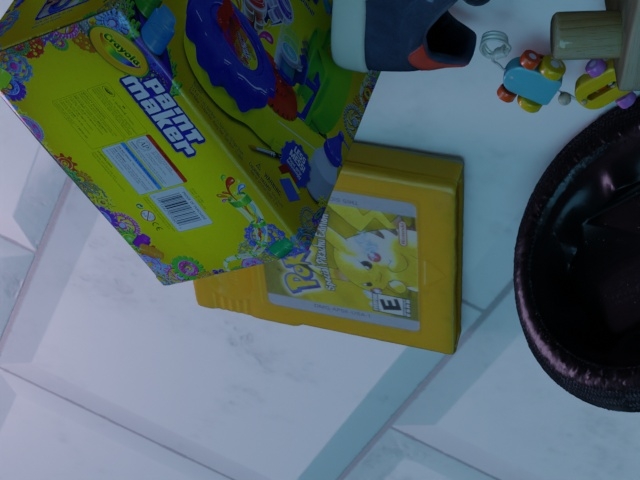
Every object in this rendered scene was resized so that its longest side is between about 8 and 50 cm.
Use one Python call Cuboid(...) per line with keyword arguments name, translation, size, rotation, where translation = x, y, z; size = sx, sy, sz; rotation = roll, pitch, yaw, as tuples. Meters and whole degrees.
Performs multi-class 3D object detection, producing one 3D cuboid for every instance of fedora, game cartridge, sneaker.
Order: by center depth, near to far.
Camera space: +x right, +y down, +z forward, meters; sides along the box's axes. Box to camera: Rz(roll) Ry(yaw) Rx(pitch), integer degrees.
Cuboid(name="sneaker", translation=(0.088, -0.283, 1.283), size=(0.148, 0.131, 0.350), rotation=(9, 145, 10))
Cuboid(name="fedora", translation=(0.349, 0.019, 1.431), size=(0.152, 0.334, 0.334), rotation=(12, 150, -39))
Cuboid(name="game cartridge", translation=(0.000, 0.000, 1.674), size=(0.324, 0.052, 0.285), rotation=(9, 137, 13))

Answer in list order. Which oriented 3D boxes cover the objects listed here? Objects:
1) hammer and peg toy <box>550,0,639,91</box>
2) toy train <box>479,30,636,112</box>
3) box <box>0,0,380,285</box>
Cuboid(name="hammer and peg toy", translation=(0.234, -0.317, 1.055), size=(0.127, 0.266, 0.361), rotation=(-1, 145, 2))
Cuboid(name="toy train", translation=(0.238, -0.178, 1.385), size=(0.166, 0.046, 0.125), rotation=(-5, 133, 20))
Cuboid(name="box", translation=(-0.116, -0.166, 1.368), size=(0.177, 0.279, 0.290), rotation=(-14, 129, 34))
